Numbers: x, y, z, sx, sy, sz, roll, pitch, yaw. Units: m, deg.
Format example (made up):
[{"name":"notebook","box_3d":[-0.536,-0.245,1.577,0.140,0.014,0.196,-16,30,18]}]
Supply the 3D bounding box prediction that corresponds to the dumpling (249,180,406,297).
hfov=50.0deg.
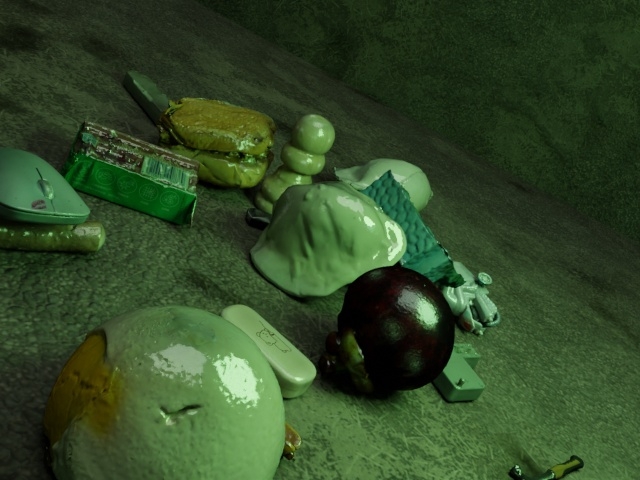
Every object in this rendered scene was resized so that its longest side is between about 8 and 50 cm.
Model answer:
[{"name":"dumpling","box_3d":[0.000,0.000,1.399,0.318,0.187,0.243,16,60,25]}]

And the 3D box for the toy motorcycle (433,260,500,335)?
[{"name":"toy motorcycle","box_3d":[0.306,0.119,1.637,0.171,0.110,0.260,-15,53,-34]}]

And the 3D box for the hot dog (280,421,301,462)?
[{"name":"hot dog","box_3d":[-0.082,0.277,1.006,0.133,0.041,0.056,35,24,32]}]

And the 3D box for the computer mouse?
[{"name":"computer mouse","box_3d":[-0.494,-0.098,1.131,0.159,0.097,0.288,7,8,-46]}]

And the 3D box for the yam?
[{"name":"yam","box_3d":[-0.495,-0.015,1.108,0.299,0.066,0.066,5,34,-40]}]

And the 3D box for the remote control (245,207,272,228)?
[{"name":"remote control","box_3d":[-0.074,-0.031,1.607,0.212,0.028,0.059,17,28,-23]}]

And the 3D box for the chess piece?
[{"name":"chess piece","box_3d":[-0.051,-0.180,1.642,0.142,0.261,0.143,21,24,-10]}]

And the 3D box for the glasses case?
[{"name":"glasses case","box_3d":[-0.095,0.183,1.150,0.196,0.050,0.083,38,24,21]}]

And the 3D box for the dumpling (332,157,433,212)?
[{"name":"dumpling","box_3d":[0.175,-0.160,1.946,0.260,0.181,0.341,29,45,23]}]

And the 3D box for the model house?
[{"name":"model house","box_3d":[0.153,0.034,1.547,0.261,0.241,0.226,62,8,34]}]

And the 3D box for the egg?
[{"name":"egg","box_3d":[-0.174,0.189,0.861,0.337,0.201,0.337,18,33,-12]}]

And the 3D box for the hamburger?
[{"name":"hamburger","box_3d":[-0.252,-0.247,1.674,0.318,0.158,0.319,15,26,-7]}]

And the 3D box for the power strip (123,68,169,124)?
[{"name":"power strip","box_3d":[-0.462,-0.389,1.872,0.080,0.048,0.286,3,34,-46]}]

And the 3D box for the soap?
[{"name":"soap","box_3d":[-0.381,-0.139,1.418,0.273,0.098,0.218,19,26,-18]}]

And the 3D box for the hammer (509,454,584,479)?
[{"name":"hammer","box_3d":[0.427,0.427,1.249,0.201,0.021,0.078,2,36,-42]}]

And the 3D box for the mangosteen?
[{"name":"mangosteen","box_3d":[0.112,0.171,1.231,0.265,0.228,0.228,-32,52,-14]}]

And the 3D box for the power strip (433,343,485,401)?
[{"name":"power strip","box_3d":[0.264,0.233,1.408,0.145,0.061,0.216,7,33,-36]}]
